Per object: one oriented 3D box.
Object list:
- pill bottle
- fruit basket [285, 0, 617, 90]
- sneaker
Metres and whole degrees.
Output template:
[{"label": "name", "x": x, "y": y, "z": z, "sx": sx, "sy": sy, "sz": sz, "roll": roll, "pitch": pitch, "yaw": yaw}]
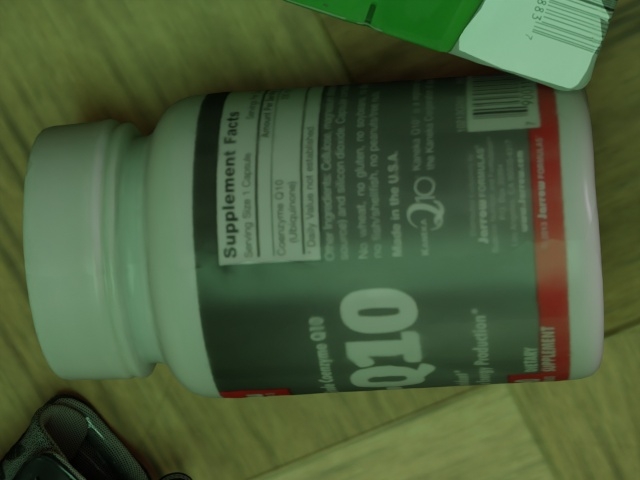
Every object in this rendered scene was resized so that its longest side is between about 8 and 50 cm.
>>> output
[{"label": "pill bottle", "x": 0.000, "y": 0.000, "z": 0.976, "sx": 0.283, "sy": 0.161, "sz": 0.161, "roll": -4, "pitch": 113, "yaw": 6}, {"label": "fruit basket", "x": 0.028, "y": -0.283, "z": 0.880, "sx": 0.327, "sy": 0.165, "sz": 0.353, "roll": 17, "pitch": 98, "yaw": -3}, {"label": "sneaker", "x": -0.206, "y": 0.159, "z": 1.098, "sx": 0.269, "sy": 0.101, "sz": 0.153, "roll": 14, "pitch": 113, "yaw": -8}]
